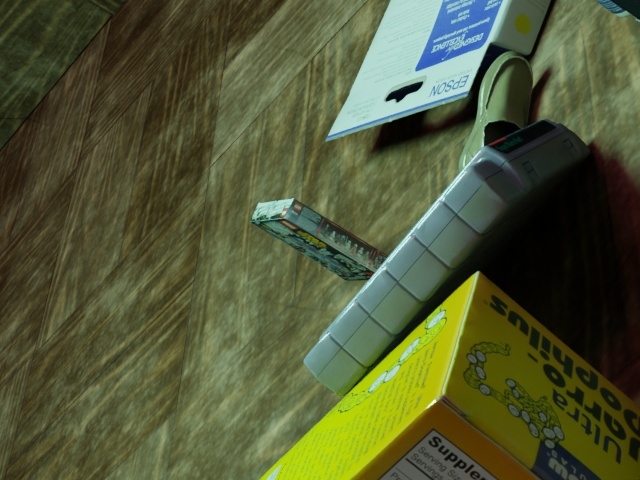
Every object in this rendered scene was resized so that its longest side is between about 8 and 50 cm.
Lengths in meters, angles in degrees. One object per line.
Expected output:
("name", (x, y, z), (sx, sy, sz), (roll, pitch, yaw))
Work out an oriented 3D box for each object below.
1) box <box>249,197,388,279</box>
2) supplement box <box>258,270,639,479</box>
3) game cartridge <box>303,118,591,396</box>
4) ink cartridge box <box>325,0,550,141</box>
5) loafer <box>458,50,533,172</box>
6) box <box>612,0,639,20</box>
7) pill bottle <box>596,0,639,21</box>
("box", (0.000, 0.000, 1.930), (0.094, 0.137, 0.027), (-7, 55, 64))
("supplement box", (0.065, 0.233, 1.359), (0.356, 0.194, 0.195), (-46, 10, 28))
("game cartridge", (0.121, 0.001, 1.549), (0.230, 0.068, 0.355), (-55, -10, 19))
("ink cartridge box", (0.158, -0.253, 2.025), (0.303, 0.072, 0.307), (-12, 53, 60))
("loafer", (0.189, -0.125, 1.807), (0.050, 0.056, 0.148), (-2, 70, 64))
("box", (0.347, -0.263, 1.493), (0.143, 0.165, 0.270), (-62, 22, -5))
("pill bottle", (0.284, -0.255, 1.678), (0.067, 0.120, 0.067), (-46, 25, 29))
